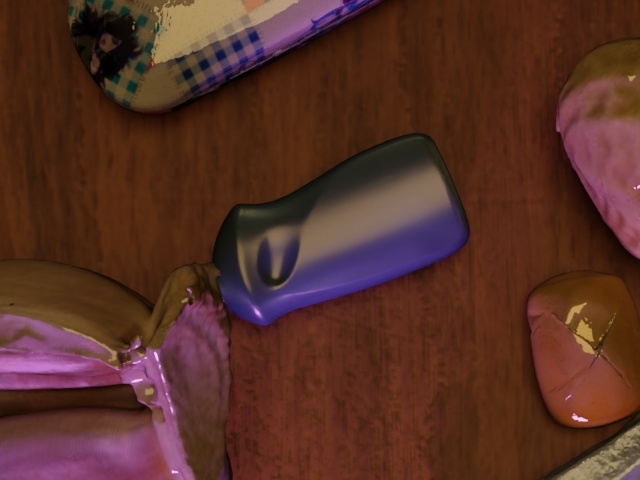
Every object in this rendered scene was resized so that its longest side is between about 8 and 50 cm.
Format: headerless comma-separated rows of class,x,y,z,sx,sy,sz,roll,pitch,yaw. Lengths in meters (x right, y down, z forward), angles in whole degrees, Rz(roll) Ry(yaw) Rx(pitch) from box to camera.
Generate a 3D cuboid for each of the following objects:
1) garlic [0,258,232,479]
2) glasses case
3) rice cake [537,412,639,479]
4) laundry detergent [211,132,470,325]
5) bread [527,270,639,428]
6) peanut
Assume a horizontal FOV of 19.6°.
garlic,-0.170,0.118,1.232,0.292,0.237,0.210,-11,65,34
glasses case,-0.030,-0.207,1.367,0.327,0.076,0.125,-29,82,-5
rice cake,0.183,0.196,1.308,0.226,0.040,0.085,-29,81,-6
laundry detergent,0.000,0.000,1.336,0.206,0.061,0.096,-24,88,-4
bread,0.193,0.076,1.324,0.082,0.056,0.115,-6,79,-1
peanut,0.296,-0.023,1.312,0.305,0.147,0.147,37,81,2
